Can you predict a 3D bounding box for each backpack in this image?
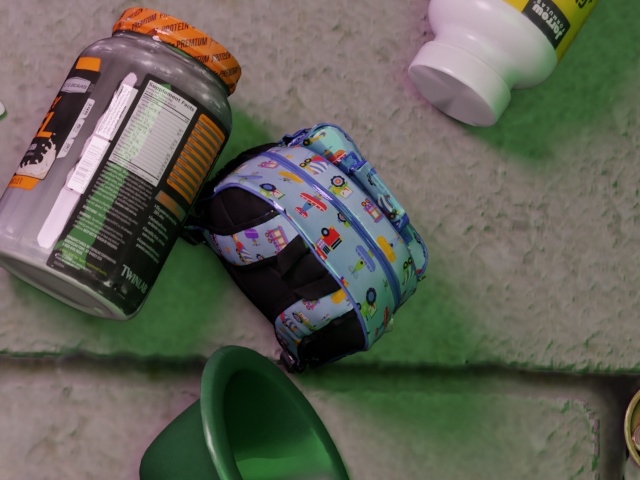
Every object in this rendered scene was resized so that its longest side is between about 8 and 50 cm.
[{"bbox_3d":[0.000,0.000,1.213,0.117,0.173,0.158,-39,94,-16],"label":"backpack"}]

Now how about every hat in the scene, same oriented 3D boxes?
[{"bbox_3d":[-0.102,0.179,1.232,0.183,0.173,0.208,-28,109,21],"label":"hat"}]

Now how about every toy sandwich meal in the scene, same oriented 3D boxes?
[{"bbox_3d":[0.265,0.137,1.346,0.085,0.029,0.085,2,83,-16],"label":"toy sandwich meal"}]

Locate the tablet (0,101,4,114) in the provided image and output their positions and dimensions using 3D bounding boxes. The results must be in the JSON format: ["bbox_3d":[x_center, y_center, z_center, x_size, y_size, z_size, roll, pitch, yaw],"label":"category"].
[{"bbox_3d":[-0.260,-0.109,1.240,0.054,0.006,0.083,-35,93,-17],"label":"tablet"}]

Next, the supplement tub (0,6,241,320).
[{"bbox_3d":[-0.134,-0.052,1.211,0.117,0.117,0.190,29,76,-11],"label":"supplement tub"}]

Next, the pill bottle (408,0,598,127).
[{"bbox_3d":[0.142,-0.176,1.311,0.103,0.103,0.184,36,75,-9],"label":"pill bottle"}]
